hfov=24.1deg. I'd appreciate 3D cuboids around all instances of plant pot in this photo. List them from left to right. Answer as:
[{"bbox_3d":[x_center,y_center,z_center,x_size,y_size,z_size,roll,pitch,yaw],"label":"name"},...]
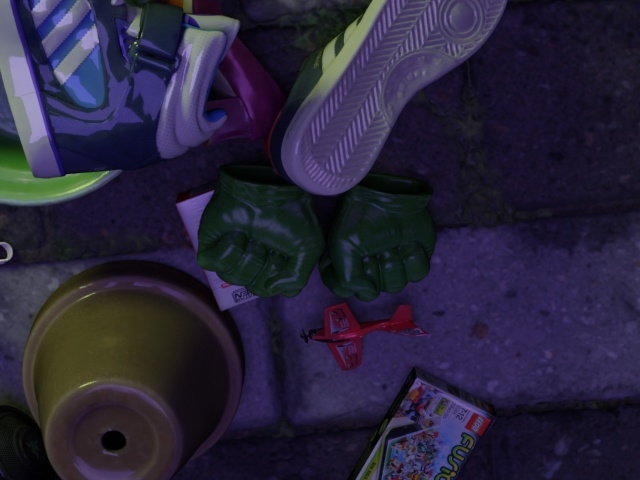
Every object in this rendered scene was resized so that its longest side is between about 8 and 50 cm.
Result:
[{"bbox_3d":[-0.223,0.178,1.697,0.263,0.229,0.263,0,108,1],"label":"plant pot"}]

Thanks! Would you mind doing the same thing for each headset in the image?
[{"bbox_3d":[-0.433,0.249,1.790,0.243,0.185,0.394,-4,123,5],"label":"headset"}]

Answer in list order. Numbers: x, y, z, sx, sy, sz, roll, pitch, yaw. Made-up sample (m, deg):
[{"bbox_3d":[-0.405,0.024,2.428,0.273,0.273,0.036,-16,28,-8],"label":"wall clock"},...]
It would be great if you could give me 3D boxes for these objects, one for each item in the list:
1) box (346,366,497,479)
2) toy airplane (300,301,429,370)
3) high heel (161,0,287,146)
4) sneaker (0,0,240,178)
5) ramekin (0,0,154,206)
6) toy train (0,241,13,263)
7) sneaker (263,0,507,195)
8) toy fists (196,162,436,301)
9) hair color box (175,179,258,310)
[{"bbox_3d":[0.114,0.267,1.828,0.114,0.036,0.207,26,106,-9],"label":"box"},{"bbox_3d":[0.050,0.103,1.747,0.151,0.028,0.151,0,146,0],"label":"toy airplane"},{"bbox_3d":[-0.101,-0.229,1.658,0.117,0.082,0.244,-16,95,-28],"label":"high heel"},{"bbox_3d":[-0.204,-0.229,1.471,0.236,0.130,0.322,-13,103,-6],"label":"sneaker"},{"bbox_3d":[-0.310,-0.201,1.613,0.303,0.148,0.303,0,108,0],"label":"ramekin"},{"bbox_3d":[-0.422,-0.036,1.720,0.125,0.046,0.166,-14,107,4],"label":"toy train"},{"bbox_3d":[0.061,-0.203,1.638,0.350,0.148,0.131,-48,112,-11],"label":"sneaker"},{"bbox_3d":[0.000,0.000,1.685,0.279,0.096,0.142,3,111,-20],"label":"toy fists"},{"bbox_3d":[-0.109,0.003,1.736,0.072,0.043,0.141,-19,106,5],"label":"hair color box"}]
